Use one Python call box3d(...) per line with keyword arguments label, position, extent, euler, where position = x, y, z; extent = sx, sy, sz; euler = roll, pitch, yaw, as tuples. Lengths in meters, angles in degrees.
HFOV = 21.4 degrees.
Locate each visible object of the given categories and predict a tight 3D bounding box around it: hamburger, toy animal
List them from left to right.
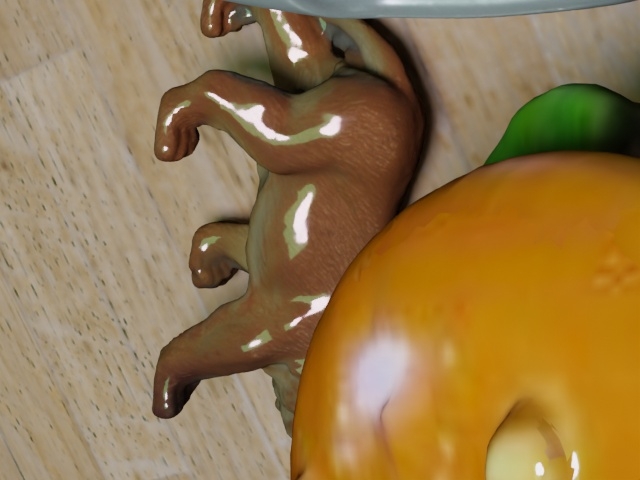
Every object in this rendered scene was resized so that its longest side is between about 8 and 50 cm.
box3d(label="toy animal", position=(0.000, 0.000, 0.853), extent=(0.157, 0.097, 0.312), euler=(10, 114, 13))
box3d(label="hamburger", position=(0.164, 0.121, 0.620), extent=(0.395, 0.277, 0.396), euler=(28, 127, 45))

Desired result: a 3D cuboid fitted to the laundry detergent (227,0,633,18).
box3d(label="laundry detergent", position=(-0.008, -0.185, 0.725), extent=(0.397, 0.125, 0.264), euler=(-10, 136, 33))
